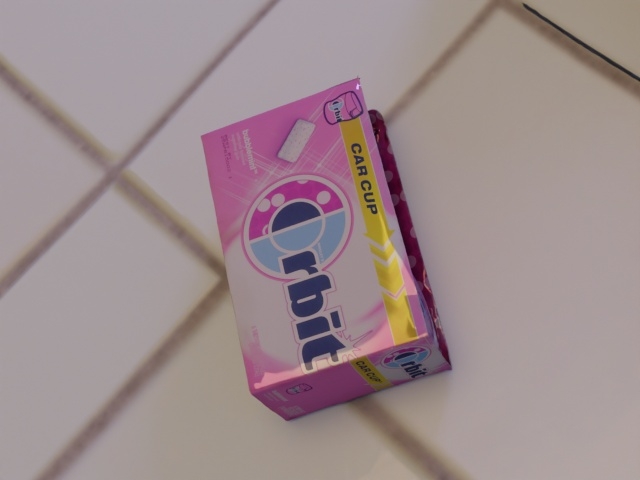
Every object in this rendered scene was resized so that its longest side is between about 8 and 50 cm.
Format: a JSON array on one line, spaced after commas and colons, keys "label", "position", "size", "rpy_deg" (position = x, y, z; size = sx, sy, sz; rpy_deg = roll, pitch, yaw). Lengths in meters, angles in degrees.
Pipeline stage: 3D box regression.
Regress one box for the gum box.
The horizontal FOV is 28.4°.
[{"label": "gum box", "position": [0.000, 0.000, 0.765], "size": [0.107, 0.062, 0.188], "rpy_deg": [-19, 62, 11]}]
